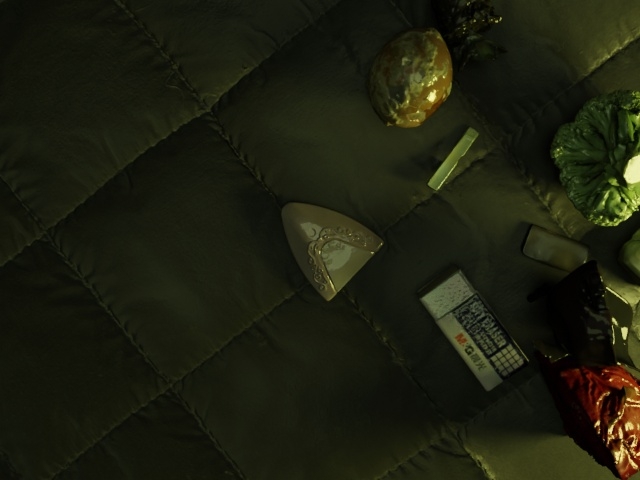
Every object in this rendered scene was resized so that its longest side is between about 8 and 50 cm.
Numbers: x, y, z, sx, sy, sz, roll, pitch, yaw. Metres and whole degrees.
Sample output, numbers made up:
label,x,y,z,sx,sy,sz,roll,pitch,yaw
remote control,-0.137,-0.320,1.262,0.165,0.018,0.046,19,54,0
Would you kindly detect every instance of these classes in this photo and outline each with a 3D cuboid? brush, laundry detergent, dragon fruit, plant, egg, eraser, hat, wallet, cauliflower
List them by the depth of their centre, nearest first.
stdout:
label,x,y,z,sx,sy,sz,roll,pitch,yaw
cauliflower,0.665,-0.188,1.554,0.272,0.250,0.275,-35,99,8
egg,0.204,-0.368,1.581,0.195,0.195,0.233,28,89,-1
plant,0.334,-0.490,1.591,0.142,0.131,0.203,-31,96,2
dragon fruit,0.664,0.431,1.625,0.302,0.330,0.240,6,119,0
hat,0.603,0.204,1.632,0.209,0.238,0.336,-20,137,30
laundry detergent,0.844,0.009,1.650,0.253,0.091,0.181,-43,88,6
brush,0.316,-0.194,1.680,0.033,0.030,0.178,37,86,5
eraser,0.366,0.210,1.693,0.130,0.086,0.287,-37,94,7
eraser,0.000,0.000,1.695,0.243,0.059,0.204,42,96,-7
wallet,0.568,0.023,1.697,0.156,0.018,0.082,19,96,0
